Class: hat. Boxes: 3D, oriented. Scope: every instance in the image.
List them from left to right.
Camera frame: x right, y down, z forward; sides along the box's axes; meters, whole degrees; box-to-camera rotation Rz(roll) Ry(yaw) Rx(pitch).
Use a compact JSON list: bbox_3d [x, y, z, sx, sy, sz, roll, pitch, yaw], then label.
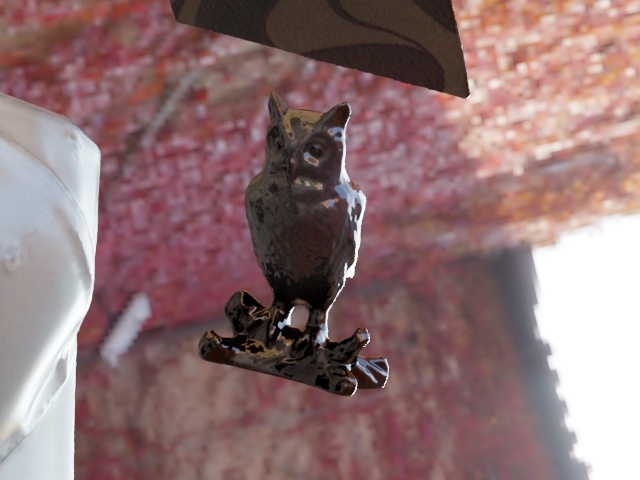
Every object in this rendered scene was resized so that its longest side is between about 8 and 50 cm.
[{"bbox_3d":[-0.213,0.080,0.936,0.168,0.257,0.301,149,-64,-68],"label":"hat"}]

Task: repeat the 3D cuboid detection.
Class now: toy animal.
[{"bbox_3d":[0.001,-0.004,1.345,0.121,0.117,0.210,16,-69,17],"label":"toy animal"}]

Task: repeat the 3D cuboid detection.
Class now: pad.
[{"bbox_3d":[-0.028,-0.236,1.623,0.330,0.004,0.220,18,-41,36],"label":"pad"}]
